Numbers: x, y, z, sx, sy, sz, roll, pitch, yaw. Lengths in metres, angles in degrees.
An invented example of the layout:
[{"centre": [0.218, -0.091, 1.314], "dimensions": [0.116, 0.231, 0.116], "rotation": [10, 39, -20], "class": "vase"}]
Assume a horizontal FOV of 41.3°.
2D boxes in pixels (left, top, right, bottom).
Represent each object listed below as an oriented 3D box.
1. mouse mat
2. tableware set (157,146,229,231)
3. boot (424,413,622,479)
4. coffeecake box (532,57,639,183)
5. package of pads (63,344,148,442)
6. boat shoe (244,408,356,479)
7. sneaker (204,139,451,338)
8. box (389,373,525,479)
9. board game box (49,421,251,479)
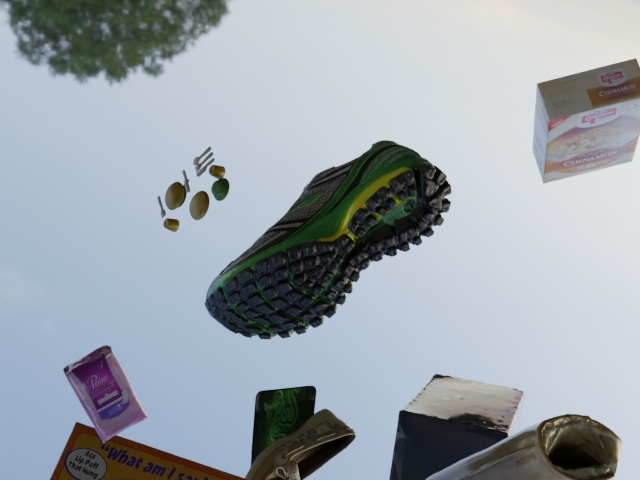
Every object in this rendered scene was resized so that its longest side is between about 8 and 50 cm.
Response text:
[{"centre": [-0.081, 0.416, 1.873], "dimensions": [0.152, 0.190, 0.007], "rotation": [-1, -171, -31], "class": "mouse mat"}, {"centre": [-0.202, -0.070, 1.366], "dimensions": [0.024, 0.154, 0.104], "rotation": [17, -137, -46], "class": "tableware set"}, {"centre": [0.205, 0.263, 0.895], "dimensions": [0.236, 0.269, 0.089], "rotation": [4, -123, -42], "class": "boot"}, {"centre": [0.392, -0.171, 1.251], "dimensions": [0.142, 0.185, 0.068], "rotation": [-14, -117, 6], "class": "coffeecake box"}, {"centre": [-0.208, 0.149, 0.827], "dimensions": [0.050, 0.083, 0.032], "rotation": [-29, -162, -18], "class": "package of pads"}, {"centre": [-0.046, 0.465, 1.805], "dimensions": [0.089, 0.105, 0.285], "rotation": [27, -131, 36], "class": "boat shoe"}, {"centre": [0.000, 0.000, 1.101], "dimensions": [0.343, 0.134, 0.146], "rotation": [-33, -144, -2], "class": "sneaker"}, {"centre": [0.230, 0.439, 1.469], "dimensions": [0.178, 0.344, 0.312], "rotation": [9, -174, 18], "class": "box"}, {"centre": [-0.295, 0.573, 1.437], "dimensions": [0.356, 0.356, 0.356], "rotation": [17, -118, 5], "class": "board game box"}]
